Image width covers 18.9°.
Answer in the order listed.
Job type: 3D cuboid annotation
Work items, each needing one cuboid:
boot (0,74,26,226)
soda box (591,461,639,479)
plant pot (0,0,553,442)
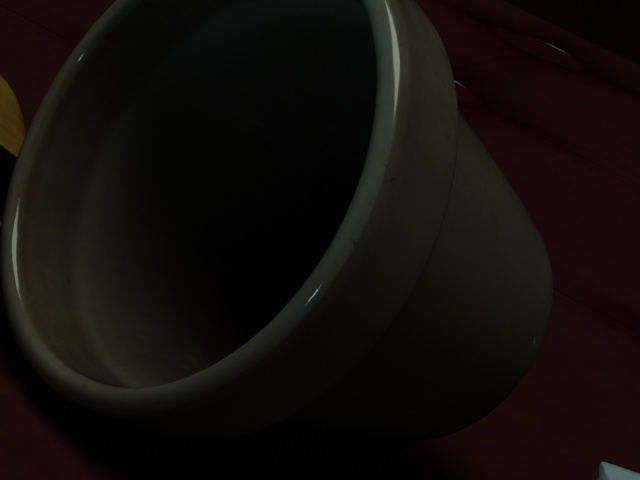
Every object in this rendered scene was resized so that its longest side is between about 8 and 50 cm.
[{"bbox_3d":[-0.300,-0.102,1.110,0.295,0.104,0.211,18,17,-31],"label":"boot"},{"bbox_3d":[0.227,0.186,0.965,0.216,0.074,0.069,20,17,-12],"label":"soda box"},{"bbox_3d":[0.000,0.000,1.009,0.229,0.263,0.263,31,7,-45],"label":"plant pot"}]
